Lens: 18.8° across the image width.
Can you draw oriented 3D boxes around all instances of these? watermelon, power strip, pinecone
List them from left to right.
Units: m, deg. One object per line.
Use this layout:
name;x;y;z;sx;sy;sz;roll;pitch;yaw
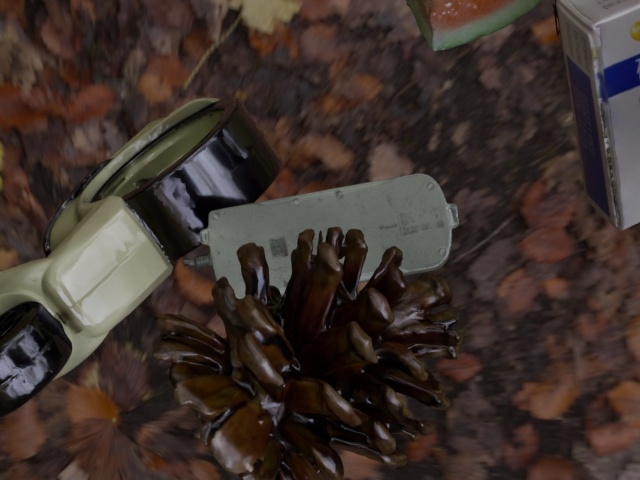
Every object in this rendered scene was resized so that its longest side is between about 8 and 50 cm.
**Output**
pinecone;-0.004;0.076;1.230;0.195;0.150;0.179;-22;58;-13
power strip;0.000;0.000;1.563;0.227;0.029;0.080;-10;84;3
watermelon;0.138;-0.279;1.561;0.231;0.146;0.128;-41;126;12

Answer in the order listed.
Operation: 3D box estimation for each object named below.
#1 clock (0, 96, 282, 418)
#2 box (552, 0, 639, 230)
clock;-0.202;0.016;1.673;0.379;0.276;0.120;-41;106;-25
box;0.356;-0.161;1.516;0.343;0.065;0.200;-24;128;-12
